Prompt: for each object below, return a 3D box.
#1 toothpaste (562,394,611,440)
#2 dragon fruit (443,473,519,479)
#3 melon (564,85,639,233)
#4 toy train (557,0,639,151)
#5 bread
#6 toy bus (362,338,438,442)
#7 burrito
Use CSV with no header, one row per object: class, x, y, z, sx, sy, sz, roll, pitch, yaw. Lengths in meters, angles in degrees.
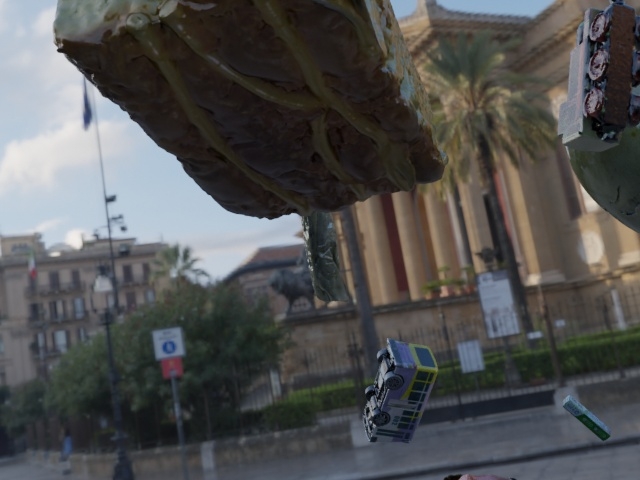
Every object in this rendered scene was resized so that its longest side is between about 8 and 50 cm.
toothpaste,0.414,0.276,1.210,0.017,0.083,0.020,-51,-4,29
dragon fruit,0.256,0.515,1.304,0.290,0.189,0.290,-53,-11,-15
melon,0.572,-0.153,1.320,0.268,0.330,0.268,-26,-29,-15
toy train,0.262,-0.153,0.725,0.050,0.138,0.087,9,-8,-12
bread,-0.028,-0.110,0.542,0.185,0.114,0.275,-11,-22,17
toy bus,0.081,0.158,0.804,0.058,0.102,0.052,10,25,-11
burrito,0.001,0.001,1.312,0.058,0.229,0.063,-15,17,-11
